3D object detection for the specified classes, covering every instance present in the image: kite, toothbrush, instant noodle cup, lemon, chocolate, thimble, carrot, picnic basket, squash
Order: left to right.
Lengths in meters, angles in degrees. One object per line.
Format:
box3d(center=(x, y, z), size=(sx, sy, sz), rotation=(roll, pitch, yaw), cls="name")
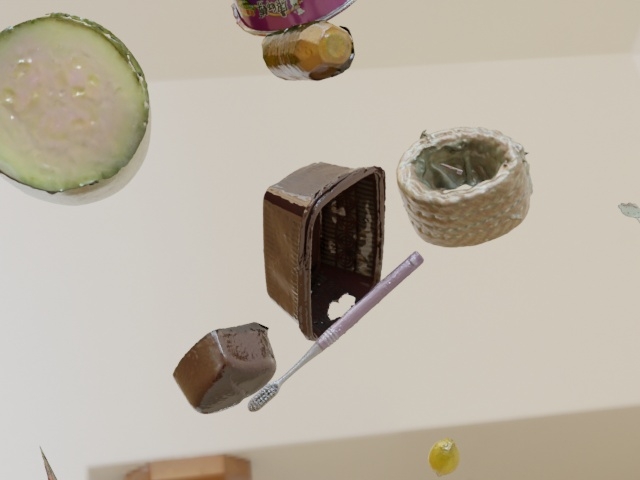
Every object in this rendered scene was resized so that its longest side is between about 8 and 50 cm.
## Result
box3d(center=(-0.269, 0.269, 0.989), size=(0.125, 0.008, 0.222), rotation=(64, -15, 15), cls="kite")
box3d(center=(-0.395, -0.185, 1.489), size=(0.384, 0.263, 0.263), rotation=(178, -93, -79), cls="squash")
box3d(center=(-0.116, 0.171, 1.270), size=(0.080, 0.148, 0.125), rotation=(58, -18, 23), cls="chocolate")
box3d(center=(-0.058, -0.464, 1.459), size=(0.251, 0.251, 0.190), rotation=(-102, 167, -47), cls="instant noodle cup")
box3d(center=(-0.020, -0.256, 1.296), size=(0.173, 0.082, 0.082), rotation=(5, -79, 60), cls="carrot")
box3d(center=(0.000, 0.000, 1.595), size=(0.129, 0.222, 0.297), rotation=(27, -47, 33), cls="picnic basket")
box3d(center=(0.025, 0.136, 1.434), size=(0.024, 0.354, 0.029), rotation=(48, -12, 4), cls="toothbrush")
box3d(center=(0.252, 0.444, 1.939), size=(0.065, 0.065, 0.092), rotation=(-109, -149, -64), cls="lemon")
box3d(center=(0.222, -0.122, 1.614), size=(0.097, 0.006, 0.008), rotation=(-135, -125, -72), cls="toothbrush")
box3d(center=(0.257, -0.098, 1.714), size=(0.148, 0.229, 0.196), rotation=(62, 39, -49), cls="thimble")

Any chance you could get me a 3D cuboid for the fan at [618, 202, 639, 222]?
box3d(center=(0.714, -0.058, 2.163), size=(0.083, 0.056, 0.004), rotation=(-109, -158, -44), cls="fan")
